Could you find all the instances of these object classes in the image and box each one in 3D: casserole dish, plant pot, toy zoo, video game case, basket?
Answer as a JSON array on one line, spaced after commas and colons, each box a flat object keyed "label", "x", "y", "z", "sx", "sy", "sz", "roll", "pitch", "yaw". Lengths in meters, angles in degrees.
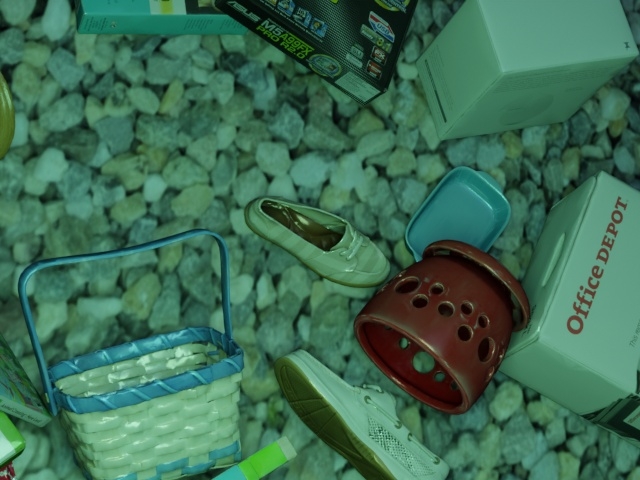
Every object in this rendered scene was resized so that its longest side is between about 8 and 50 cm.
[{"label": "casserole dish", "x": 0.191, "y": -0.020, "z": 1.937, "sx": 0.114, "sy": 0.037, "sz": 0.188, "roll": 40, "pitch": 65, "yaw": -2}, {"label": "plant pot", "x": 0.164, "y": 0.104, "z": 1.791, "sx": 0.191, "sy": 0.191, "sz": 0.174, "roll": 40, "pitch": 69, "yaw": -2}, {"label": "toy zoo", "x": -0.176, "y": 0.332, "z": 1.599, "sx": 0.293, "sy": 0.192, "sz": 0.030, "roll": -29, "pitch": 82, "yaw": -25}, {"label": "video game case", "x": -0.406, "y": 0.112, "z": 1.577, "sx": 0.023, "sy": 0.193, "sz": 0.212, "roll": -37, "pitch": 66, "yaw": 0}, {"label": "basket", "x": -0.219, "y": 0.145, "z": 1.628, "sx": 0.254, "sy": 0.201, "sz": 0.289, "roll": -10, "pitch": 106, "yaw": -23}]

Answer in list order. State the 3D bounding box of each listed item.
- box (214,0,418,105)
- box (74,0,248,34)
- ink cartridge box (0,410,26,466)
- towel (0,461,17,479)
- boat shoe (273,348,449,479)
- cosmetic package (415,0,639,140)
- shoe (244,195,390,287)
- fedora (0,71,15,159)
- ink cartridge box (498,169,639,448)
[{"label": "box", "x": 0.003, "y": -0.352, "z": 1.937, "sx": 0.270, "sy": 0.060, "sz": 0.216, "roll": 32, "pitch": 59, "yaw": -21}, {"label": "box", "x": -0.219, "y": -0.344, "z": 1.898, "sx": 0.244, "sy": 0.060, "sz": 0.101, "roll": -3, "pitch": 73, "yaw": -20}, {"label": "ink cartridge box", "x": -0.495, "y": 0.238, "z": 1.546, "sx": 0.255, "sy": 0.097, "sz": 0.189, "roll": -36, "pitch": 87, "yaw": -21}, {"label": "towel", "x": -0.461, "y": 0.285, "z": 1.609, "sx": 0.198, "sy": 0.031, "sz": 0.275, "roll": -12, "pitch": 76, "yaw": -21}, {"label": "boat shoe", "x": 0.057, "y": 0.232, "z": 1.772, "sx": 0.277, "sy": 0.098, "sz": 0.096, "roll": 47, "pitch": 63, "yaw": -9}, {"label": "cosmetic package", "x": 0.291, "y": -0.262, "z": 1.952, "sx": 0.224, "sy": 0.225, "sz": 0.138, "roll": -10, "pitch": 75, "yaw": -22}, {"label": "shoe", "x": 0.000, "y": 0.000, "z": 1.851, "sx": 0.219, "sy": 0.058, "sz": 0.077, "roll": 25, "pitch": 65, "yaw": -9}, {"label": "fedora", "x": -0.453, "y": -0.182, "z": 1.729, "sx": 0.194, "sy": 0.194, "sz": 0.079, "roll": 50, "pitch": 30, "yaw": 3}, {"label": "ink cartridge box", "x": 0.476, "y": 0.129, "z": 1.908, "sx": 0.395, "sy": 0.166, "sz": 0.285, "roll": 29, "pitch": 64, "yaw": -7}]
